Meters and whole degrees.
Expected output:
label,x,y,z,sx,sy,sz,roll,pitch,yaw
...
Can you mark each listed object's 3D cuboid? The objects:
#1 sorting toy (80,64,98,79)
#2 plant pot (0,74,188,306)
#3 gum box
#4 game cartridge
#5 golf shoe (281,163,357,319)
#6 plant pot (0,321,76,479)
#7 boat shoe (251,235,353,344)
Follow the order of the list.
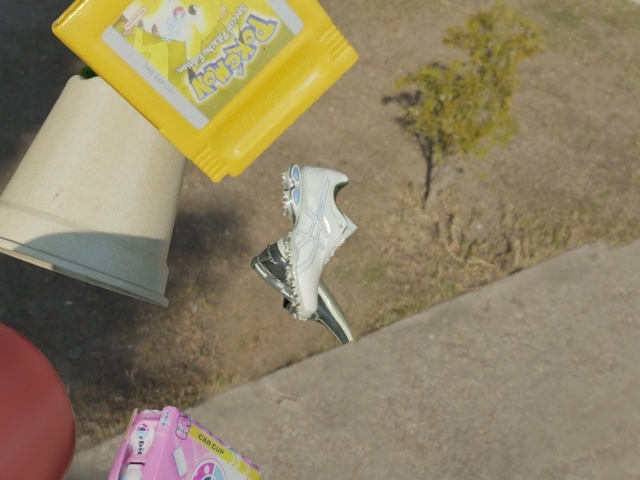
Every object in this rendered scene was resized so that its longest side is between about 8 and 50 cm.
label,x,y,z,sx,sy,sz,roll,pitch,yaw
sorting toy,-0.457,-0.366,1.616,0.102,0.061,0.042,1,64,-9
plant pot,-0.358,-0.088,1.246,0.334,0.334,0.305,18,80,5
gum box,-0.145,0.263,0.810,0.062,0.188,0.107,-9,51,28
game cartridge,-0.141,-0.268,1.027,0.285,0.324,0.052,-44,33,3
golf shoe,0.000,0.000,0.849,0.086,0.069,0.176,0,82,-4
plant pot,-0.330,0.183,0.556,0.275,0.275,0.243,20,19,8
boat shoe,-0.025,0.096,1.285,0.079,0.233,0.084,-35,26,8
